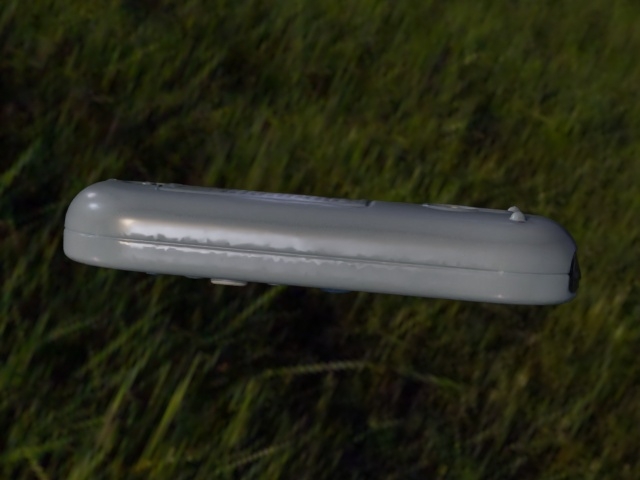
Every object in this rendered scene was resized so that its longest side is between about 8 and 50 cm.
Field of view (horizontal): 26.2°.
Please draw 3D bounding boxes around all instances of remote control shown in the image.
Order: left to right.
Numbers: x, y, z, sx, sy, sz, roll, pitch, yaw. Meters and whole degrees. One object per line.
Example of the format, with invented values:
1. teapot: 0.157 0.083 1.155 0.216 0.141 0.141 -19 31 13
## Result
1. remote control: 0.000 0.000 0.650 0.244 0.047 0.087 5 2 4
